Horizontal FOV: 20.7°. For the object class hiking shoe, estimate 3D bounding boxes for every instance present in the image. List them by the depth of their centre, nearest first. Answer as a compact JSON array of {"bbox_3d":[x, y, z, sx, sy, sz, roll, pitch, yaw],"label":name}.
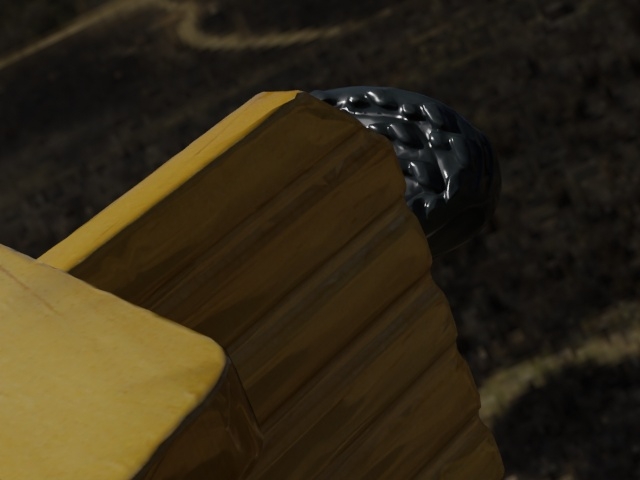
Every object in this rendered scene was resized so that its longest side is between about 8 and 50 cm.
[{"bbox_3d":[0.000,0.000,0.989,0.132,0.113,0.304,20,-27,-38],"label":"hiking shoe"}]

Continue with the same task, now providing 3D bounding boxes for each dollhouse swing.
[{"bbox_3d":[0.017,0.143,0.596,0.305,0.347,0.315,-31,25,-25],"label":"dollhouse swing"}]
